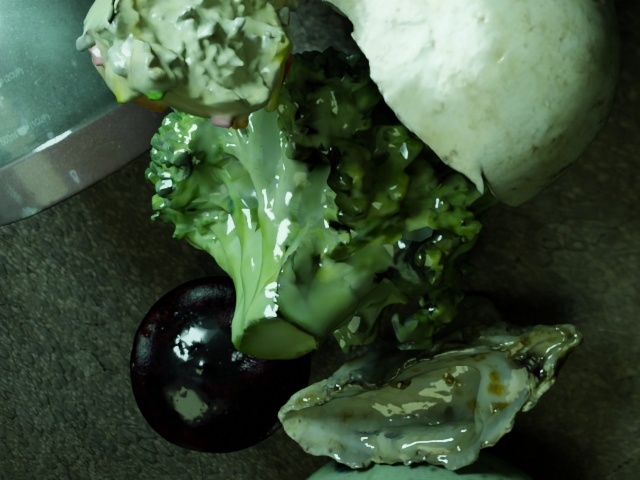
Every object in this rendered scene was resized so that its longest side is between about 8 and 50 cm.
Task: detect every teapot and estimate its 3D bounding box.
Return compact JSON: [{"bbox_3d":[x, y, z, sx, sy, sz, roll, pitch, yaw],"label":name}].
[{"bbox_3d":[-0.269,-0.216,1.155,0.315,0.233,0.312,-24,107,13],"label":"teapot"}]

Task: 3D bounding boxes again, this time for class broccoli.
[{"bbox_3d":[0.003,-0.022,1.127,0.334,0.324,0.272,-21,69,41],"label":"broccoli"}]

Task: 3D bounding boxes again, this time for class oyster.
[{"bbox_3d":[0.122,0.151,1.233,0.341,0.110,0.166,-39,97,27],"label":"oyster"}]

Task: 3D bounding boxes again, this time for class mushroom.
[{"bbox_3d":[0.144,-0.168,0.949,0.189,0.195,0.254,-40,76,19],"label":"mushroom"}]

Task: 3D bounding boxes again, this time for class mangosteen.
[{"bbox_3d":[-0.114,0.150,1.374,0.211,0.211,0.250,30,166,8],"label":"mangosteen"}]

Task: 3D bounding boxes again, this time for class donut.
[{"bbox_3d":[-0.024,-0.254,0.870,0.150,0.307,0.371,35,105,-22],"label":"donut"}]

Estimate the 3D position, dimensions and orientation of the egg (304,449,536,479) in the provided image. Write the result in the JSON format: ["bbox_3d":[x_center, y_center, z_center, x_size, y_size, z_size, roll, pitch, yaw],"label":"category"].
[{"bbox_3d":[0.108,0.372,1.334,0.379,0.287,0.287,-16,116,44],"label":"egg"}]
